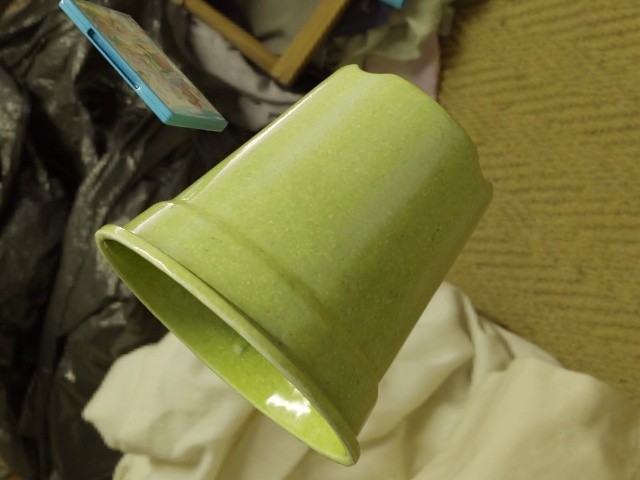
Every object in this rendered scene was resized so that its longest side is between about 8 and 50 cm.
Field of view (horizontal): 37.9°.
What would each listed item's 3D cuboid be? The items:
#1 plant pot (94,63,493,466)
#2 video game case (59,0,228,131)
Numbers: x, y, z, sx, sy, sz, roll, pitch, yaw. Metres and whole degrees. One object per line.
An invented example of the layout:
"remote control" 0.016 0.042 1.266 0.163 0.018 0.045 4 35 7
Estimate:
"plant pot" 0.000 0.000 0.781 0.254 0.276 0.276 -49 37 -16
"video game case" -0.174 -0.175 0.933 0.015 0.119 0.166 -45 78 16
